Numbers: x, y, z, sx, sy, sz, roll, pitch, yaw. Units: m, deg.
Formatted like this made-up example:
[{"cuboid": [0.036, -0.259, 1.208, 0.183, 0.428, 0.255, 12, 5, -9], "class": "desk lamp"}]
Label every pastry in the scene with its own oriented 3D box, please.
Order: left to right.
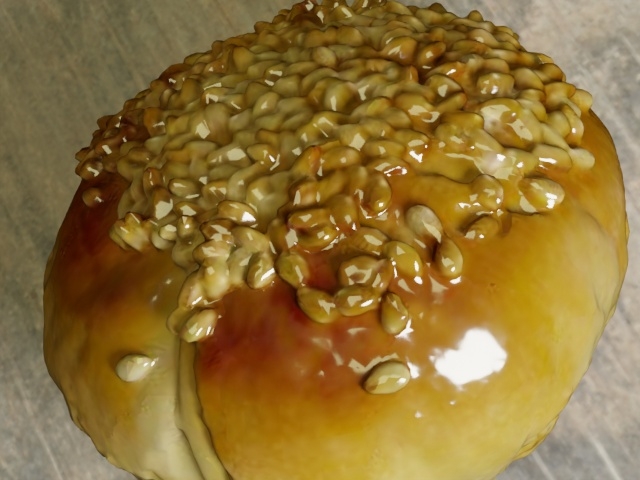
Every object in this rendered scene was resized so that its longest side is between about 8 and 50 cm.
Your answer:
[{"cuboid": [0.000, 0.000, 0.776, 0.409, 0.245, 0.410, -14, 43, 13], "class": "pastry"}]
